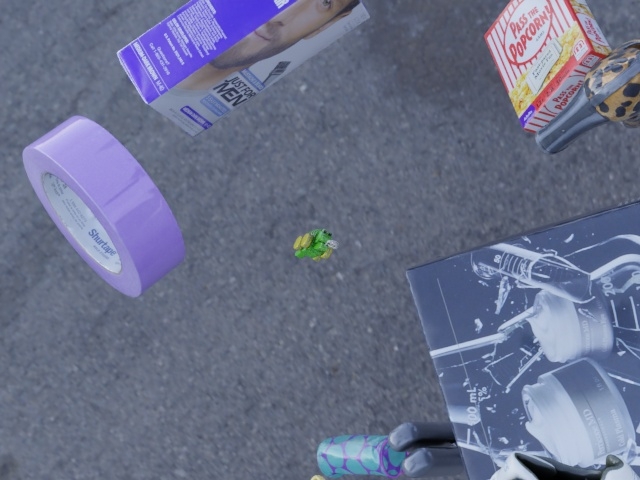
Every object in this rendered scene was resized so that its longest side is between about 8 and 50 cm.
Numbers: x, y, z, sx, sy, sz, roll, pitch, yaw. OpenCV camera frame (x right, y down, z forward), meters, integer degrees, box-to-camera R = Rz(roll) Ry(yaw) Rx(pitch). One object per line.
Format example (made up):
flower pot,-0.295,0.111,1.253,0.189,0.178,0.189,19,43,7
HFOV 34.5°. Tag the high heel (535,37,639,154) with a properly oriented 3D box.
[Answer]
high heel,0.373,-0.195,1.149,0.261,0.186,0.093,-35,85,-25

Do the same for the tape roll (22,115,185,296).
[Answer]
tape roll,-0.325,-0.049,1.547,0.090,0.275,0.275,-40,49,-23

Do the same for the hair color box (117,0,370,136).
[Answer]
hair color box,-0.108,-0.306,1.534,0.339,0.185,0.110,-35,73,7

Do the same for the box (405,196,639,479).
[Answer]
box,0.295,0.142,1.055,0.313,0.179,0.343,-18,88,18

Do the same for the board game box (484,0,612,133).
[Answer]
board game box,0.302,-0.260,1.382,0.147,0.045,0.193,-54,36,39

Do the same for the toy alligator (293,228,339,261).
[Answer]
toy alligator,0.000,0.000,1.951,0.190,0.056,0.051,-20,44,66

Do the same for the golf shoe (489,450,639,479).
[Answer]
golf shoe,0.115,0.158,0.621,0.176,0.086,0.069,-10,23,29

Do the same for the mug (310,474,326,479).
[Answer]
mug,-0.013,0.281,1.038,0.078,0.062,0.064,-35,29,-1

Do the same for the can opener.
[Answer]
can opener,0.191,0.268,1.389,0.095,0.283,0.076,-37,66,17

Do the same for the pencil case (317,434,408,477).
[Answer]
pencil case,0.066,0.340,1.619,0.152,0.070,0.064,-13,29,47
